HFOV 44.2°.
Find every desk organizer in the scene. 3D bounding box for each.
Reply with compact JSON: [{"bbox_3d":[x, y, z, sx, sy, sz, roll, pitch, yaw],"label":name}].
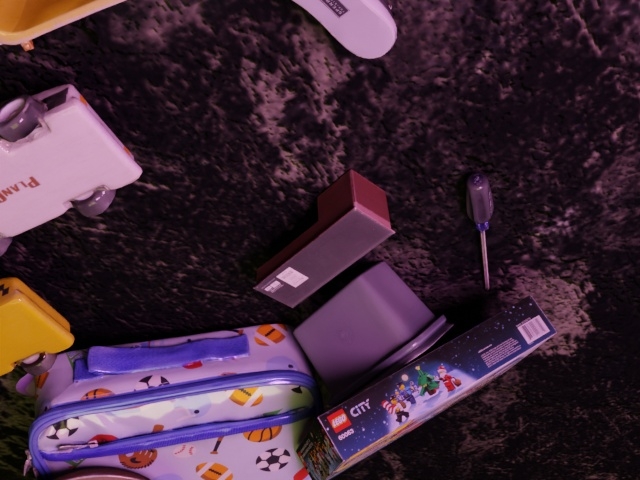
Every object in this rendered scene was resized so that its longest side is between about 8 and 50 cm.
[{"bbox_3d":[0.000,0.000,0.685,0.047,0.050,0.130,30,128,-31],"label":"desk organizer"}]

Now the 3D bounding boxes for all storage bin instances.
[{"bbox_3d":[0.046,0.085,0.754,0.135,0.098,0.091,-42,81,35],"label":"storage bin"}]

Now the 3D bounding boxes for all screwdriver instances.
[{"bbox_3d":[0.148,-0.004,0.723,0.024,0.025,0.170,-11,146,7],"label":"screwdriver"}]

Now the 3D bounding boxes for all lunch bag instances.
[{"bbox_3d":[-0.147,0.200,0.819,0.303,0.115,0.243,-8,130,-9],"label":"lunch bag"}]

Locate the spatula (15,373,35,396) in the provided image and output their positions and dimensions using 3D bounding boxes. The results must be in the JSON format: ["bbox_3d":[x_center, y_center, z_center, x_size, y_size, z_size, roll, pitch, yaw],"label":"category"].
[{"bbox_3d":[-0.203,0.196,0.898,0.084,0.030,0.296,-35,130,25],"label":"spatula"}]

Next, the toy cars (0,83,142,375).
[{"bbox_3d":[-0.278,0.009,0.655,0.176,0.087,0.394,12,132,-24],"label":"toy cars"}]

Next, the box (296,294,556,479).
[{"bbox_3d":[0.094,0.146,0.748,0.233,0.044,0.159,-26,162,-20],"label":"box"}]

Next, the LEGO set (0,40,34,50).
[{"bbox_3d":[-0.300,-0.165,0.376,0.254,0.192,0.331,-9,138,5],"label":"LEGO set"}]

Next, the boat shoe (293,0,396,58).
[{"bbox_3d":[0.000,-0.175,0.503,0.049,0.040,0.142,-22,135,31],"label":"boat shoe"}]

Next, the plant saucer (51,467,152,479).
[{"bbox_3d":[-0.218,0.276,0.769,0.168,0.029,0.168,-6,126,-9],"label":"plant saucer"}]

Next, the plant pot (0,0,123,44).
[{"bbox_3d":[-0.088,-0.245,0.311,0.212,0.187,0.212,-17,136,13],"label":"plant pot"}]
